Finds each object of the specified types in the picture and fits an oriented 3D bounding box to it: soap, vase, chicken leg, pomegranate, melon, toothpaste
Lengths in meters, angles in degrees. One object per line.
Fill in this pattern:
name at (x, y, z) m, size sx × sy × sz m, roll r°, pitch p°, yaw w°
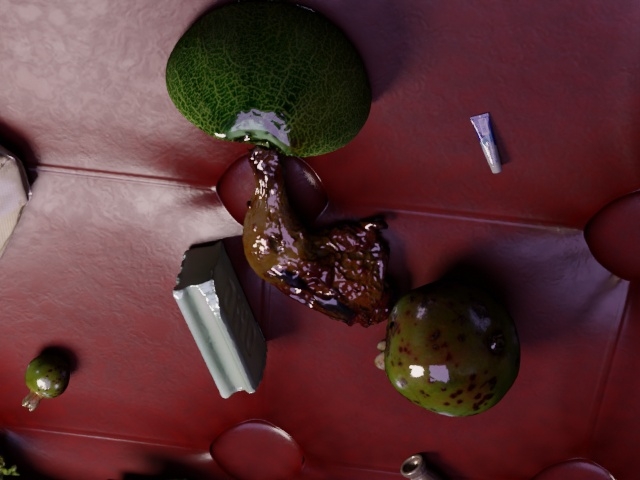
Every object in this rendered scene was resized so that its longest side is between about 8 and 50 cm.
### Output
soap at (-0.138, 0.111, 1.868) m, size 0.063 × 0.114 × 0.198 m, roll -12°, pitch 124°, yaw 14°
vase at (0.168, 0.381, 2.064) m, size 0.053 × 0.053 × 0.100 m, roll -26°, pitch 114°, yaw 23°
chicken leg at (-0.011, 0.007, 1.807) m, size 0.322 × 0.083 × 0.177 m, roll 35°, pitch 113°, yaw -20°
pomegranate at (-0.412, 0.211, 1.991) m, size 0.073 × 0.084 × 0.073 m, roll 6°, pitch 136°, yaw 6°
melon at (-0.059, -0.198, 1.600) m, size 0.265 × 0.169 × 0.129 m, roll 12°, pitch 125°, yaw -4°
pomegranate at (0.164, 0.151, 1.829) m, size 0.202 × 0.202 × 0.248 m, roll 41°, pitch 147°, yaw -21°
toothpaste at (0.218, -0.126, 1.715) m, size 0.024 × 0.015 × 0.083 m, roll -14°, pitch 117°, yaw 18°

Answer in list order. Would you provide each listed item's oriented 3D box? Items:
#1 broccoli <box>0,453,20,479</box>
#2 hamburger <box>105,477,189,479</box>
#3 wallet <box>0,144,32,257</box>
broccoli at (-0.495, 0.461, 2.112) m, size 0.275 × 0.177 × 0.198 m, roll 34°, pitch 142°, yaw -12°
hamburger at (-0.255, 0.472, 2.142) m, size 0.260 × 0.150 × 0.276 m, roll 40°, pitch 138°, yaw -1°
wallet at (-0.560, -0.067, 1.792) m, size 0.335 × 0.068 × 0.275 m, roll 38°, pitch 110°, yaw -16°
